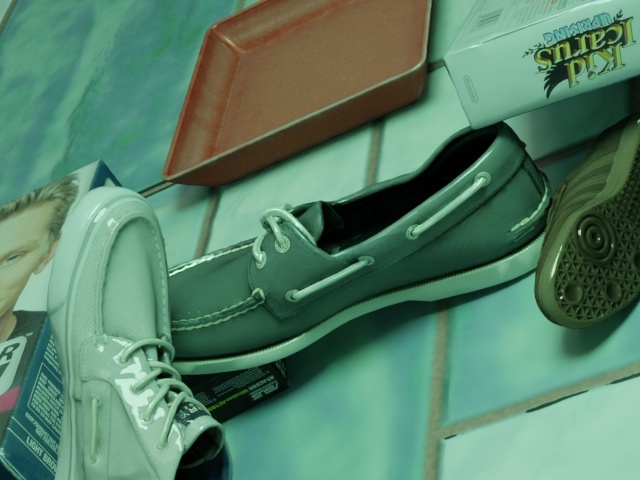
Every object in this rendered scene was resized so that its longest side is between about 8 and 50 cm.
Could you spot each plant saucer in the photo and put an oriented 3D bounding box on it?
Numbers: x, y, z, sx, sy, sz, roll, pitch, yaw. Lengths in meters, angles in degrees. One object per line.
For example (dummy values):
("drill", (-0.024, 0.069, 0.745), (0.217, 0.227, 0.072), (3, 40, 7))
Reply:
("plant saucer", (-0.003, -0.158, 1.453), (0.259, 0.047, 0.258), (-23, 32, 24))

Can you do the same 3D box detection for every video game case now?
("video game case", (0.224, -0.174, 1.127), (0.244, 0.061, 0.269), (-19, 15, 20))

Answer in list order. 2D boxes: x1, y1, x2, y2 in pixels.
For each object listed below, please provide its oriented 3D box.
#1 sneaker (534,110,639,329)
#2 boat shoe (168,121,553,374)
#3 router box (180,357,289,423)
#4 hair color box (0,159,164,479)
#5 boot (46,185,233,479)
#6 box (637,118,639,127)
("sneaker", (0.177, -0.008, 1.050), (0.071, 0.066, 0.188), (-26, 21, 52))
("boat shoe", (0.000, 0.000, 1.119), (0.319, 0.099, 0.116), (-17, 36, 10))
("router box", (-0.084, 0.093, 1.186), (0.122, 0.038, 0.092), (-29, 31, 13))
("hair color box", (-0.244, 0.100, 1.277), (0.174, 0.105, 0.347), (-23, 31, 22))
("boot", (-0.103, 0.098, 1.043), (0.123, 0.258, 0.095), (8, 10, 42))
("box", (0.345, -0.045, 0.801), (0.257, 0.079, 0.322), (-43, 40, 7))
